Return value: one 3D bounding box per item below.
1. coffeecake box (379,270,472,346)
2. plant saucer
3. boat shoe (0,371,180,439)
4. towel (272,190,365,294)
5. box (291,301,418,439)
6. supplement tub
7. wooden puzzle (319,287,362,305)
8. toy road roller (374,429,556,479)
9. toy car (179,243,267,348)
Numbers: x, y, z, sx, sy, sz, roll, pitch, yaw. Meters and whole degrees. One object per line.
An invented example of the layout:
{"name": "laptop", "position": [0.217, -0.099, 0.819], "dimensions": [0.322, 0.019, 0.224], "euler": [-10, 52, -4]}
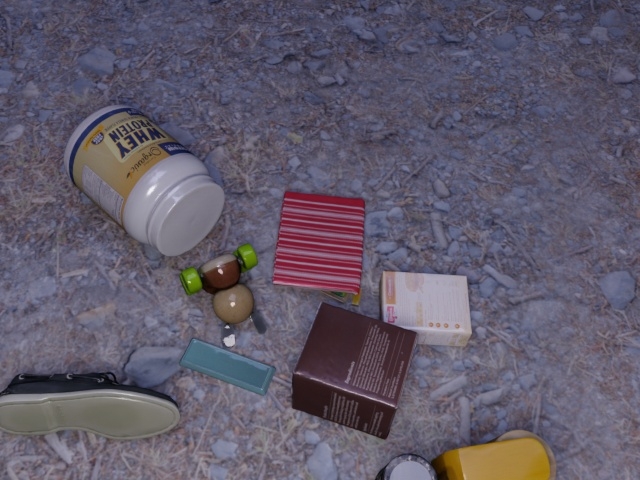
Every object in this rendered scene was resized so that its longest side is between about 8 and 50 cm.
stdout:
{"name": "coffeecake box", "position": [0.221, 0.146, 1.531], "dimensions": [0.185, 0.068, 0.143], "euler": [4, 55, -1]}
{"name": "plant saucer", "position": [-0.190, 0.255, 1.458], "dimensions": [0.191, 0.018, 0.067], "euler": [19, 56, 8]}
{"name": "boat shoe", "position": [-0.435, 0.300, 1.352], "dimensions": [0.339, 0.127, 0.113], "euler": [-3, 32, -3]}
{"name": "towel", "position": [0.000, 0.000, 1.633], "dimensions": [0.198, 0.031, 0.275], "euler": [6, 52, 0]}
{"name": "box", "position": [0.065, 0.253, 1.384], "dimensions": [0.203, 0.169, 0.167], "euler": [18, 56, 8]}
{"name": "supplement tub", "position": [-0.389, -0.133, 1.588], "dimensions": [0.316, 0.228, 0.228], "euler": [38, 61, 21]}
{"name": "wooden puzzle", "position": [0.041, 0.098, 1.585], "dimensions": [0.116, 0.014, 0.079], "euler": [19, 56, 10]}
{"name": "toy road roller", "position": [0.250, 0.479, 1.229], "dimensions": [0.329, 0.202, 0.241], "euler": [-11, 69, -5]}
{"name": "toy car", "position": [-0.189, 0.125, 1.508], "dimensions": [0.154, 0.149, 0.189], "euler": [-23, 88, -16]}
